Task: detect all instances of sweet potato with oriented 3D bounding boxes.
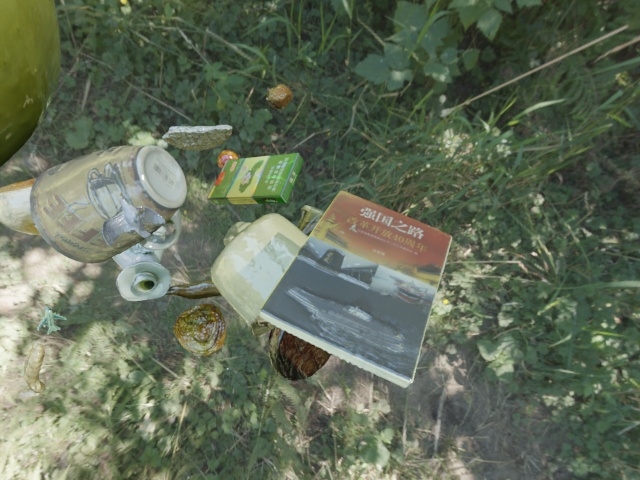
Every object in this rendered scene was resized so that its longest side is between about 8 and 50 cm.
[{"bbox_3d":[-0.089,-0.291,0.830,0.049,0.049,0.117,31,26,-2],"label":"sweet potato"},{"bbox_3d":[-0.500,0.196,1.645,0.243,0.077,0.077,0,73,-20],"label":"sweet potato"}]

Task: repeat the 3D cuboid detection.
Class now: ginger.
[{"bbox_3d":[-0.986,0.457,1.408,0.075,0.288,0.089,-8,47,-45],"label":"ginger"}]

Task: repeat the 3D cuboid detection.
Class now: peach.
[{"bbox_3d":[-0.406,-0.344,1.794,0.098,0.061,0.098,0,116,-1],"label":"peach"}]

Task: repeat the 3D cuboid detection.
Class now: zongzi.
[{"bbox_3d":[0.000,0.000,1.503,0.242,0.112,0.221,21,79,34],"label":"zongzi"}]

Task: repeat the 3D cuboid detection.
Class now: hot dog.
[{"bbox_3d":[-0.485,0.355,1.658,0.196,0.272,0.122,-23,116,-19],"label":"hot dog"}]

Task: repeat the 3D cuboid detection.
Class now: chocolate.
[{"bbox_3d":[-0.155,0.071,1.166,0.297,0.326,0.314,49,55,-6],"label":"chocolate"}]

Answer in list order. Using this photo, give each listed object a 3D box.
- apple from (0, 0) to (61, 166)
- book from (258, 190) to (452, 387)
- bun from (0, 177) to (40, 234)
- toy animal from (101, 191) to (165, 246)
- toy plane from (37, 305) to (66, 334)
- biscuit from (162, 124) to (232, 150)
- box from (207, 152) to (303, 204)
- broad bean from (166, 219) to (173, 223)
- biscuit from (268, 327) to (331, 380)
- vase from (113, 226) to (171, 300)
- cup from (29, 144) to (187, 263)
[{"bbox_3d":[-0.510,-0.249,0.403,0.473,0.473,0.474,4,72,-12],"label":"apple"},{"bbox_3d":[0.088,0.057,0.766,0.262,0.028,0.374,23,46,10],"label":"book"},{"bbox_3d":[-0.710,-0.095,1.124,0.299,0.299,0.165,-20,112,-18],"label":"bun"},{"bbox_3d":[-0.197,-0.026,0.430,0.028,0.084,0.050,4,108,17],"label":"toy animal"},{"bbox_3d":[-0.793,0.232,1.203,0.080,0.033,0.083,-24,106,-57],"label":"toy plane"},{"bbox_3d":[-0.517,-0.435,1.749,0.289,0.141,0.038,-6,64,-8],"label":"biscuit"},{"bbox_3d":[-0.164,-0.150,1.017,0.235,0.034,0.132,2,60,32],"label":"box"},{"bbox_3d":[-0.440,-0.072,1.145,0.070,0.213,0.048,-29,85,-3],"label":"broad bean"},{"bbox_3d":[-0.046,0.344,1.586,0.091,0.407,0.407,23,63,37],"label":"biscuit"},{"bbox_3d":[-0.724,0.043,1.635,0.250,0.250,0.445,-19,42,-18],"label":"vase"},{"bbox_3d":[-0.411,-0.070,0.906,0.257,0.301,0.227,-15,56,20],"label":"cup"}]
